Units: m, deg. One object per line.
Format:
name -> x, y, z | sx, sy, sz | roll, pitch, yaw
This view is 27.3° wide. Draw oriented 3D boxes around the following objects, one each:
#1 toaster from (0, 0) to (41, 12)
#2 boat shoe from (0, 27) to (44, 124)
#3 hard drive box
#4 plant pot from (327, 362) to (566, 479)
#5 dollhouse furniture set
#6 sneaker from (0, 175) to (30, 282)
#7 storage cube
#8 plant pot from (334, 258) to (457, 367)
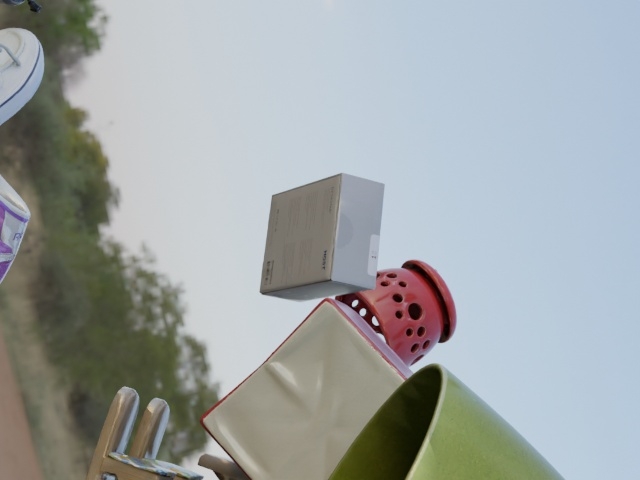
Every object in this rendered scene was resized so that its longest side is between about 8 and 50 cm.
toaster -> -0.572, -0.500, 2.290 | 0.146, 0.129, 0.227 | 12, -39, 43
boat shoe -> -0.517, -0.236, 1.850 | 0.367, 0.135, 0.156 | -53, 153, -44
hard drive box -> 0.000, 0.000, 2.202 | 0.232, 0.089, 0.181 | -13, -112, 58
plant pot -> 0.145, 0.295, 1.103 | 0.293, 0.275, 0.275 | 33, -10, -5
dollhouse furniture set -> -0.045, 0.271, 1.671 | 0.394, 0.362, 0.256 | 56, 51, -75
sneaker -> -0.416, -0.052, 1.260 | 0.161, 0.282, 0.102 | -56, -151, 17
storage cube -> 0.016, 0.189, 1.360 | 0.215, 0.183, 0.193 | 47, 1, 10
plant pot -> 0.146, 0.138, 2.433 | 0.191, 0.174, 0.191 | 50, -27, 37
